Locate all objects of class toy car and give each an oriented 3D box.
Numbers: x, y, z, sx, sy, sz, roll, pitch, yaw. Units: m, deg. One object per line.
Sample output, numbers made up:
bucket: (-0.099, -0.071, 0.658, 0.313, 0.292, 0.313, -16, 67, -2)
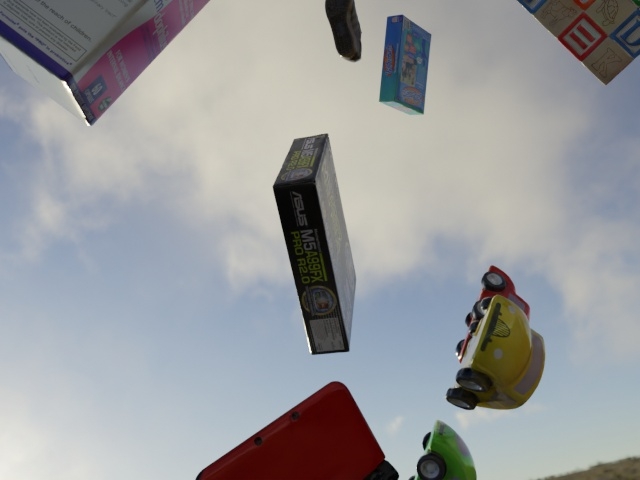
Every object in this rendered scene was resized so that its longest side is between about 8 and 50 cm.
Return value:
toy car: (0.117, 0.139, 0.502, 0.053, 0.224, 0.239, 20, 8, 13)

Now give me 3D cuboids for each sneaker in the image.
sneaker: (0.056, -0.493, 1.442, 0.066, 0.188, 0.071, -8, -8, 25)

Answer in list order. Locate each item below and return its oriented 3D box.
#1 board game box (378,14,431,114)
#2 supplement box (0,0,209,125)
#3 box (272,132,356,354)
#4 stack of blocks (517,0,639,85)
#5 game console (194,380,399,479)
board game box: (0.213, -0.432, 1.589, 0.047, 0.210, 0.160, 6, 0, 36)
supplement box: (-0.211, -0.243, 0.638, 0.220, 0.114, 0.111, -53, -2, -14)
box: (0.000, 0.000, 0.956, 0.060, 0.216, 0.269, -7, -66, 10)
stack of blocks: (0.316, -0.359, 0.789, 0.171, 0.297, 0.087, -47, -7, 29)
game console: (-0.019, 0.202, 0.495, 0.144, 0.085, 0.124, -27, -34, -33)
